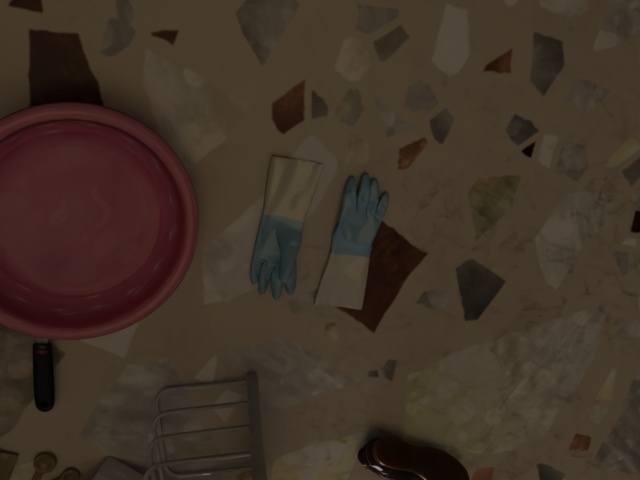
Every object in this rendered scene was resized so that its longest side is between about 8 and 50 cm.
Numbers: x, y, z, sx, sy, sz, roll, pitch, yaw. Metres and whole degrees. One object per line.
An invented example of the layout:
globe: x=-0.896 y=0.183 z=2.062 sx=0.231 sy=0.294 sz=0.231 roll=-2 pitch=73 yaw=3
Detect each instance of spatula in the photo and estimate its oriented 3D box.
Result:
spatula: x=-0.420 y=0.130 z=1.067 sx=0.084 sy=0.030 sz=0.297 roll=2 pitch=107 yaw=-13

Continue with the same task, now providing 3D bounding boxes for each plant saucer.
plant saucer: x=-0.338 y=-0.027 z=0.976 sx=0.331 sy=0.084 sz=0.333 roll=-7 pitch=111 yaw=-20

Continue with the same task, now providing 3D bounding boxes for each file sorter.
file sorter: x=-0.167 y=0.361 z=1.069 sx=0.172 sy=0.278 sz=0.193 roll=-5 pitch=111 yaw=-6

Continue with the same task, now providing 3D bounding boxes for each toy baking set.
toy baking set: x=-0.495 y=0.455 z=1.175 sx=0.196 sy=0.030 sz=0.256 roll=-3 pitch=110 yaw=-9

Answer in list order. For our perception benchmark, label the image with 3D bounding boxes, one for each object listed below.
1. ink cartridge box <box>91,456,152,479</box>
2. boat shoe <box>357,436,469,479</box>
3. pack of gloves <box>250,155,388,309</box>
ink cartridge box: x=-0.313 y=0.581 z=1.087 sx=0.308 sy=0.385 sz=0.091 roll=29 pitch=142 yaw=3
boat shoe: x=0.165 y=0.402 z=1.261 sx=0.206 sy=0.073 sz=0.073 roll=27 pitch=141 yaw=-15
pack of gloves: x=0.000 y=0.000 z=1.091 sx=0.194 sy=0.046 sz=0.232 roll=8 pitch=108 yaw=-12
